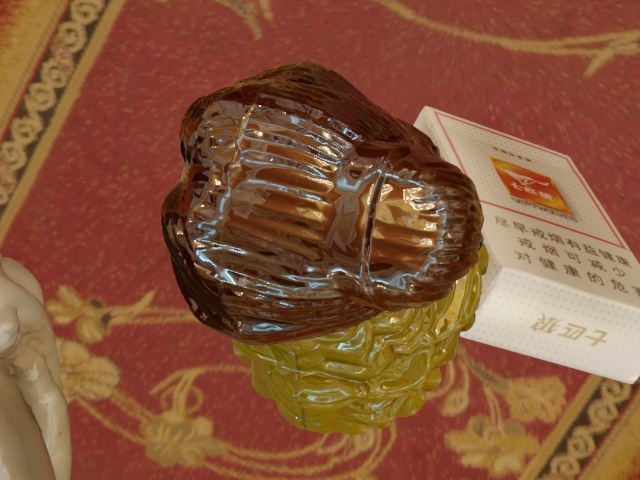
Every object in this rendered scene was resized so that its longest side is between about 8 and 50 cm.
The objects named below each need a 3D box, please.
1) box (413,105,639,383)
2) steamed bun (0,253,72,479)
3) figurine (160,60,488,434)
[{"bbox_3d":[0.217,-0.005,1.227,0.210,0.330,0.095,17,121,-21],"label":"box"},{"bbox_3d":[-0.286,0.135,0.646,0.324,0.219,0.310,-4,73,7],"label":"steamed bun"},{"bbox_3d":[-0.004,-0.002,0.560,0.168,0.315,0.187,39,88,13],"label":"figurine"}]
